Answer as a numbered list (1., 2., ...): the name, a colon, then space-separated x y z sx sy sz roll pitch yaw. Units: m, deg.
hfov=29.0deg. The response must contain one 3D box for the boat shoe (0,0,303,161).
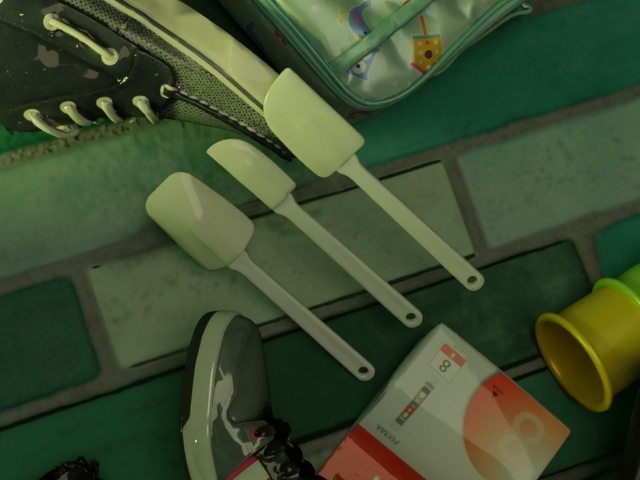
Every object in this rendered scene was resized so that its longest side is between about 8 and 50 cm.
1. boat shoe: -0.164 -0.127 0.976 0.340 0.127 0.158 34 91 -4

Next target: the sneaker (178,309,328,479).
1. sneaker: -0.003 0.195 0.916 0.178 0.124 0.295 -5 90 17

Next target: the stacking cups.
1. stacking cups: 0.338 0.032 1.065 0.316 0.096 0.096 -28 88 -17

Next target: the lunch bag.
1. lunch bag: 0.065 -0.243 1.033 0.279 0.108 0.224 -41 91 -14

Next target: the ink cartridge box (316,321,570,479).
1. ink cartridge box: 0.096 0.179 1.012 0.145 0.045 0.179 40 74 -3

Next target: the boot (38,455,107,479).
1. boot: -0.199 0.231 0.941 0.121 0.045 0.099 -34 92 -22

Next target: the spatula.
1. spatula: 0.000 0.000 0.978 0.168 0.019 0.242 -43 111 13

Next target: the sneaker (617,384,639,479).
1. sneaker: 0.357 0.126 0.930 0.483 0.185 0.202 -45 96 -13
